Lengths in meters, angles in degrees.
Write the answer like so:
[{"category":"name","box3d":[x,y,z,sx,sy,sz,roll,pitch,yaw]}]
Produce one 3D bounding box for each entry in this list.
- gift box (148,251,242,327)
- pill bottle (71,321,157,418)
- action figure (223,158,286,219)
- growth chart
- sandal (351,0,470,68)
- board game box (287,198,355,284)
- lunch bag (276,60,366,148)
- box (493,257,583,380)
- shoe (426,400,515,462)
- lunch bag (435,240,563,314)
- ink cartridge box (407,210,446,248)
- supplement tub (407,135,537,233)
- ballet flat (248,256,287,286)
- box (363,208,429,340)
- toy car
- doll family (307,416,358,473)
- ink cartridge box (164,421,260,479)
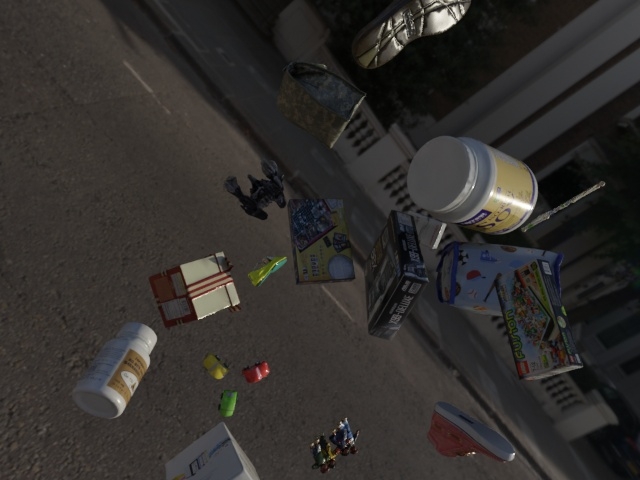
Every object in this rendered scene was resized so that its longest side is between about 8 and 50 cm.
[{"category":"gift box","box3d":[-0.475,0.198,1.838,0.258,0.277,0.255,-20,96,-55]},{"category":"pill bottle","box3d":[-0.529,0.333,1.212,0.131,0.131,0.229,46,33,-22]},{"category":"action figure","box3d":[-0.177,-0.153,1.315,0.141,0.164,0.275,56,-1,-21]},{"category":"growth chart","box3d":[0.774,-0.110,1.472,0.021,0.237,0.172,60,-7,11]},{"category":"sandal","box3d":[0.134,-0.342,0.701,0.060,0.219,0.090,55,-1,37]},{"category":"board game box","box3d":[0.000,0.000,1.311,0.042,0.165,0.243,129,-44,-66]},{"category":"lunch bag","box3d":[-0.018,-0.508,1.675,0.287,0.168,0.235,32,-20,-5]},{"category":"box","box3d":[0.408,0.151,0.877,0.036,0.114,0.206,12,57,-25]},{"category":"shoe","box3d":[0.283,0.389,0.884,0.064,0.081,0.178,13,5,-37]},{"category":"lunch bag","box3d":[0.561,0.128,1.518,0.385,0.328,0.238,51,48,-77]},{"category":"ink cartridge box","box3d":[0.412,-0.043,1.848,0.151,0.109,0.063,25,12,29]},{"category":"supplement tub","box3d":[0.434,-0.156,1.318,0.331,0.241,0.241,10,43,-38]},{"category":"ballet flat","box3d":[-0.226,0.111,1.953,0.077,0.077,0.231,42,38,4]},{"category":"box","box3d":[0.209,0.094,1.343,0.077,0.242,0.307,16,36,-10]},{"category":"toy car","box3d":[-0.316,0.529,1.643,0.239,0.224,0.053,12,4,-10]},{"category":"doll family","box3d":[0.045,0.620,1.380,0.111,0.193,0.076,64,-24,6]},{"category":"ink cartridge box","box3d":[-0.226,0.564,1.027,0.171,0.168,0.233,62,-17,-13]}]
